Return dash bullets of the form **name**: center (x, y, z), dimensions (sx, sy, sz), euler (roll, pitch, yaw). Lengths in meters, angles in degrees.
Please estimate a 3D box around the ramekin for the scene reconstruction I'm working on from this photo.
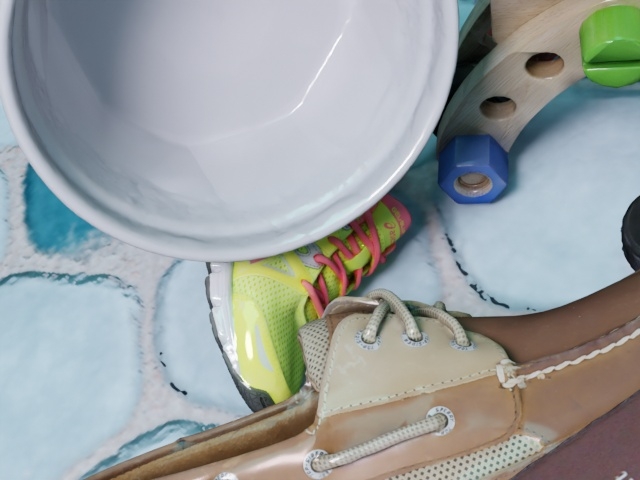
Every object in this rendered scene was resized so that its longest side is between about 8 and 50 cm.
- **ramekin**: center (-0.050, -0.104, 0.524), dimensions (0.207, 0.207, 0.109), euler (-27, 30, -4)

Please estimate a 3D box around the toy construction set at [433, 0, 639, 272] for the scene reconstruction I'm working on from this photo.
- **toy construction set**: center (0.182, -0.164, 0.564), dimensions (0.258, 0.237, 0.308), euler (17, 58, 30)

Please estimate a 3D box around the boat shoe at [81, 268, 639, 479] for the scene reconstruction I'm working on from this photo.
- **boat shoe**: center (0.035, 0.078, 0.466), dimensions (0.324, 0.123, 0.116), euler (-29, 92, -7)

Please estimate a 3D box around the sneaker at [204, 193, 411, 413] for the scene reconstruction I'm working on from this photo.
- **sneaker**: center (0.000, 0.000, 0.596), dimensions (0.094, 0.081, 0.208), euler (-1, 51, 15)

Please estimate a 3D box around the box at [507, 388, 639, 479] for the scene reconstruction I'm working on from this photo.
- **box**: center (0.139, 0.158, 0.357), dimensions (0.203, 0.167, 0.168), euler (-32, 49, -8)
